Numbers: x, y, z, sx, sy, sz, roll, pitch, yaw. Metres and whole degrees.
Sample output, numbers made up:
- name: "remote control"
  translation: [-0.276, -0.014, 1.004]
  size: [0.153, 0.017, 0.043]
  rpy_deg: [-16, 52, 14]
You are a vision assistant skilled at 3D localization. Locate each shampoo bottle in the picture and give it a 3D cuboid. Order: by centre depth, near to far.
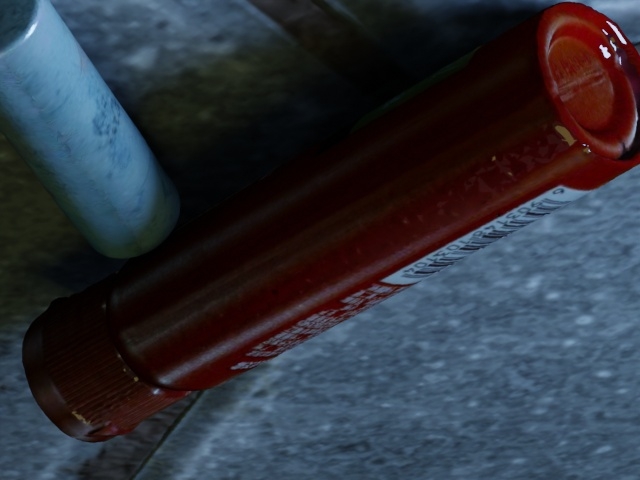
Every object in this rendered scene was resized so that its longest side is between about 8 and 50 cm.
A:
- name: "shampoo bottle"
  translation: [0.000, -0.001, 0.884]
  size: [0.314, 0.076, 0.118]
  rpy_deg: [-29, -177, 30]

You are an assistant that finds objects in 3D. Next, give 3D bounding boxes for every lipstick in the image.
- name: "lipstick"
  translation: [-0.106, -0.049, 0.825]
  size: [0.048, 0.048, 0.158]
  rpy_deg: [-15, 147, 10]
